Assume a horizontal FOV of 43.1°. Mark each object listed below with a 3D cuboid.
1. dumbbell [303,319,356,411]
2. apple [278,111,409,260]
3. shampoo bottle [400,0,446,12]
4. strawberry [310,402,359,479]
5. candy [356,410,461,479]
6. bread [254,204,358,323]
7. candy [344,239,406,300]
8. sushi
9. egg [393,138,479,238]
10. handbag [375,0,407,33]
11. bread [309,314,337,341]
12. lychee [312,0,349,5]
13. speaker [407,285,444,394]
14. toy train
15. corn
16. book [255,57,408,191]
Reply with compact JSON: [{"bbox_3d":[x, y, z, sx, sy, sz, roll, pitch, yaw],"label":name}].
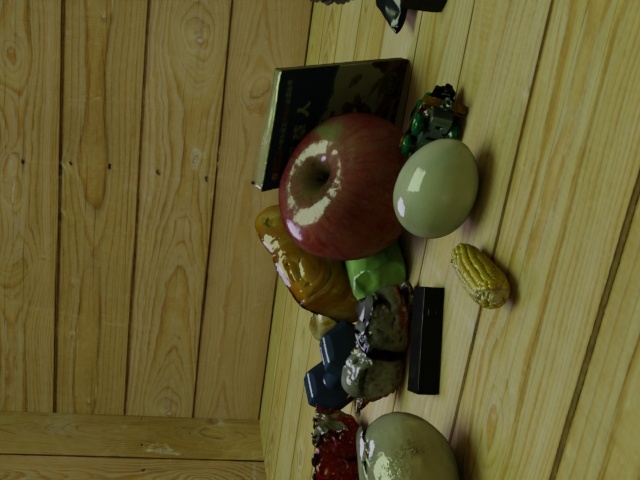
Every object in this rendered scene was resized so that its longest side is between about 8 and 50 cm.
[{"bbox_3d":[0.052,0.350,2.207,0.325,0.160,0.144,109,-176,-55],"label":"dumbbell"},{"bbox_3d":[0.075,-0.117,1.854,0.344,0.269,0.345,-14,68,39],"label":"apple"},{"bbox_3d":[0.222,-0.655,1.836,0.071,0.098,0.310,113,158,-60],"label":"shampoo bottle"},{"bbox_3d":[0.050,0.591,2.157,0.253,0.150,0.280,-25,-68,-87],"label":"strawberry"},{"bbox_3d":[0.163,0.450,1.472,0.295,0.185,0.296,169,90,-87],"label":"candy"},{"bbox_3d":[-0.006,0.045,2.139,0.337,0.148,0.328,32,-156,-57],"label":"bread"},{"bbox_3d":[0.123,0.015,2.011,0.344,0.131,0.142,-102,11,-55],"label":"candy"},{"bbox_3d":[0.131,0.239,1.866,0.124,0.129,0.332,-120,36,-67],"label":"sushi"},{"bbox_3d":[0.215,-0.097,1.495,0.151,0.151,0.209,-96,20,-45],"label":"egg"},{"bbox_3d":[0.190,-0.662,2.056,0.254,0.088,0.211,-96,12,-60],"label":"handbag"},{"bbox_3d":[0.013,0.280,2.637,0.157,0.083,0.094,102,164,-47],"label":"bread"},{"bbox_3d":[0.028,-0.849,2.195,0.380,0.380,0.432,122,153,-69],"label":"lychee"},{"bbox_3d":[0.215,0.203,1.664,0.082,0.044,0.218,158,116,-79],"label":"speaker"},{"bbox_3d":[0.228,-0.243,1.665,0.228,0.091,0.136,114,168,-62],"label":"toy train"},{"bbox_3d":[0.267,0.058,1.375,0.206,0.067,0.067,-111,28,-69],"label":"corn"},{"bbox_3d":[0.034,-0.290,1.971,0.039,0.428,0.300,36,127,36],"label":"book"}]
